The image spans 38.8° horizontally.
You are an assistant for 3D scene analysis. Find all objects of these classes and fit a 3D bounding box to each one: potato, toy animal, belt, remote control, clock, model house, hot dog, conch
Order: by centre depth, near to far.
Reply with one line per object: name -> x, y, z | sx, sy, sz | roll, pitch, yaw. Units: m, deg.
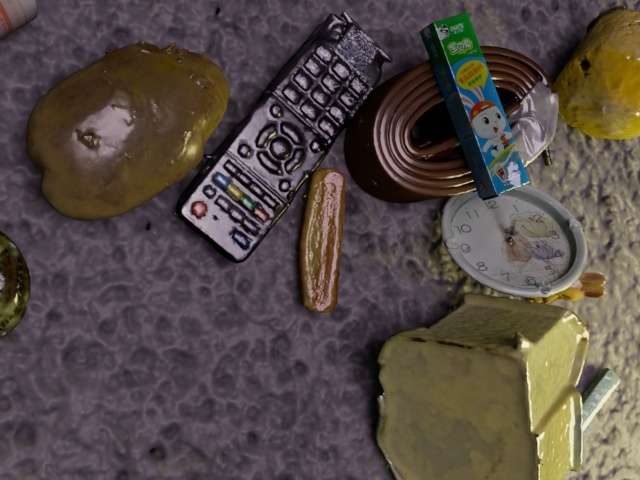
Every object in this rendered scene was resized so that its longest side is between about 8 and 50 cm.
conch -> -0.448, 0.058, 1.110 | 0.187, 0.124, 0.181 | -35, 114, 7
potato -> -0.248, -0.153, 1.196 | 0.296, 0.141, 0.192 | -39, 105, -23
remote control -> -0.055, -0.157, 1.320 | 0.144, 0.062, 0.399 | 41, 74, -15
hot dog -> 0.000, 0.000, 1.343 | 0.066, 0.047, 0.216 | 3, 85, -8
model house -> 0.259, 0.234, 1.368 | 0.266, 0.261, 0.321 | -28, 117, -47
belt -> 0.206, -0.178, 1.402 | 0.338, 0.122, 0.217 | -23, 95, -23
clock -> 0.298, 0.004, 1.427 | 0.236, 0.053, 0.236 | 4, 49, -5
toy animal -> 0.388, 0.063, 1.445 | 0.070, 0.159, 0.083 | -22, 102, -21

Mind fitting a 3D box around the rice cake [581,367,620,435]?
rice cake -> 0.444, 0.291, 1.524 | 0.042, 0.030, 0.180 | 43, 72, -1

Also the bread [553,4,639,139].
bread -> 0.496, -0.273, 1.507 | 0.197, 0.197, 0.170 | 36, 60, -18

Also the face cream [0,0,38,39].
face cream -> -0.480, -0.258, 1.121 | 0.251, 0.101, 0.101 | -39, 102, -21

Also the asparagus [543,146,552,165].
asparagus -> 0.364, -0.204, 1.529 | 0.016, 0.016, 0.163 | -19, 96, -4

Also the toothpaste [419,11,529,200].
toothpaste -> 0.224, -0.193, 1.323 | 0.065, 0.050, 0.267 | -21, 91, -18
